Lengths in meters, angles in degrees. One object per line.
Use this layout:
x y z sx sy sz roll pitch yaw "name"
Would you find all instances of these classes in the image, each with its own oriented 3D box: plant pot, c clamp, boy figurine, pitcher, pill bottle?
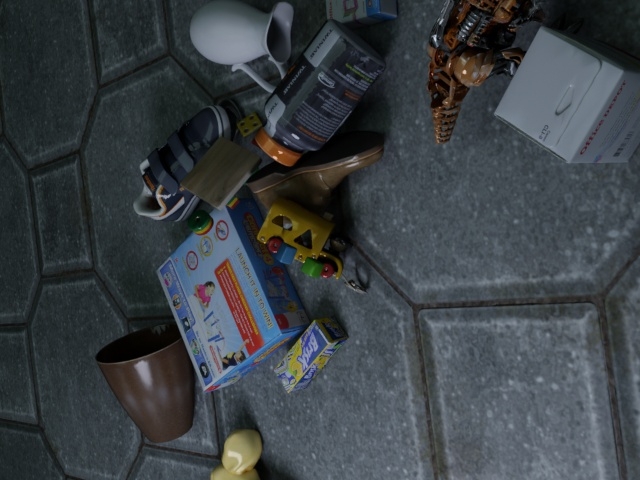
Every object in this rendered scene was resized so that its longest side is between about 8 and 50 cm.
-0.377 0.339 1.698 0.215 0.215 0.230 -3 107 44 "plant pot"
-0.195 -0.214 1.568 0.137 0.022 0.161 41 123 39 "c clamp"
-0.177 0.541 1.585 0.177 0.092 0.285 3 96 44 "boy figurine"
-0.150 -0.382 1.446 0.207 0.125 0.178 13 119 31 "pitcher"
-0.010 -0.246 1.270 0.246 0.130 0.130 -50 60 19 "pill bottle"

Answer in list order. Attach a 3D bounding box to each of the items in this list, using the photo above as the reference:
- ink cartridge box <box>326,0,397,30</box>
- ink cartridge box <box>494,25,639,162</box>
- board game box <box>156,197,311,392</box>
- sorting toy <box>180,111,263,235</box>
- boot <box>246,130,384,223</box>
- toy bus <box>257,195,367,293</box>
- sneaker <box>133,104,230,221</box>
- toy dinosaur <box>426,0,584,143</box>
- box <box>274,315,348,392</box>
0.068 -0.418 1.265 0.122 0.052 0.088 -1 94 46 "ink cartridge box"
0.340 -0.183 0.941 0.127 0.176 0.128 42 122 32 "ink cartridge box"
-0.195 0.118 1.557 0.302 0.086 0.308 -40 68 39 "board game box"
-0.187 -0.135 1.477 0.132 0.046 0.274 30 77 38 "sorting toy"
0.007 -0.114 1.350 0.305 0.112 0.115 -16 113 40 "boot"
-0.011 -0.005 1.324 0.191 0.202 0.104 32 98 46 "toy bus"
-0.305 -0.156 1.592 0.126 0.127 0.321 57 132 29 "sneaker"
0.214 -0.278 1.005 0.164 0.218 0.322 61 146 11 "toy dinosaur"
-0.019 0.221 1.421 0.059 0.054 0.169 54 127 25 "box"
